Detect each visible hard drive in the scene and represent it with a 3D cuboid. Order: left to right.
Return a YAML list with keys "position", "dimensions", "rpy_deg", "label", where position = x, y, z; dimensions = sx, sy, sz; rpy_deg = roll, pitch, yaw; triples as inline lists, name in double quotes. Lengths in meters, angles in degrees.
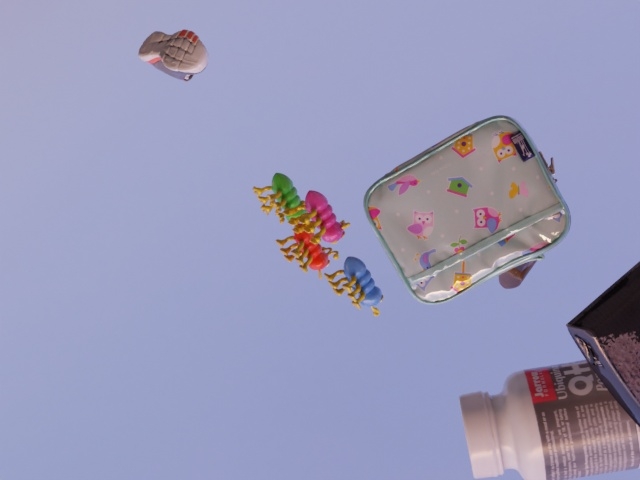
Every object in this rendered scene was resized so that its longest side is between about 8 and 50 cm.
- position: [0.463, 0.159, 1.481]
  dimensions: [0.172, 0.255, 0.054]
  rpy_deg: [-40, -166, -1]
  label: "hard drive"

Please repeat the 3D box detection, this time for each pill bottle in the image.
- position: [0.379, 0.275, 1.702]
  dimensions: [0.318, 0.176, 0.176]
  rpy_deg: [-11, -146, 5]
  label: "pill bottle"

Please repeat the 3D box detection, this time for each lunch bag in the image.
- position: [0.222, -0.043, 1.639]
  dimensions: [0.279, 0.224, 0.108]
  rpy_deg: [-28, 179, 10]
  label: "lunch bag"

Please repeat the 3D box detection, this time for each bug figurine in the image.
- position: [0.000, 0.000, 1.715]
  dimensions: [0.072, 0.216, 0.279]
  rpy_deg: [-36, -152, -12]
  label: "bug figurine"

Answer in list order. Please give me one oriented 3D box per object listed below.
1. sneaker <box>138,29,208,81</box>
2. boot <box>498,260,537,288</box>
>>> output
- position: [-0.187, -0.248, 1.525]
  dimensions: [0.061, 0.065, 0.158]
  rpy_deg: [-54, -142, -7]
  label: "sneaker"
- position: [0.349, 0.029, 1.879]
  dimensions: [0.087, 0.042, 0.118]
  rpy_deg: [-45, 172, -25]
  label: "boot"
